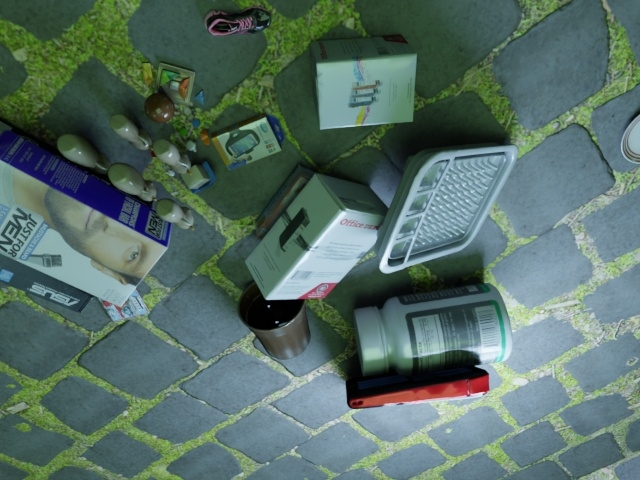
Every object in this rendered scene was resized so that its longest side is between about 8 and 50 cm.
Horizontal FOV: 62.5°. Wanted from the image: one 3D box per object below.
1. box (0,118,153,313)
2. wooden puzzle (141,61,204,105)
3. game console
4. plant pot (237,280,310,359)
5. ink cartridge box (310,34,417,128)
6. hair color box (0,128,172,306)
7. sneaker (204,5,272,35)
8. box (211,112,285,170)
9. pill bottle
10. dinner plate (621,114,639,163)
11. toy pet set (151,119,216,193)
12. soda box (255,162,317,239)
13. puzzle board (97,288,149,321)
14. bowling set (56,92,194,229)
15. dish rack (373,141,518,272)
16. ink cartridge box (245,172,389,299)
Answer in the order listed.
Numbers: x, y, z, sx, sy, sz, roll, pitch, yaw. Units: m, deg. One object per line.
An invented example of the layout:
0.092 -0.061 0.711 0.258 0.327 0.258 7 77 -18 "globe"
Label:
-0.602 -0.048 1.086 0.395 0.097 0.318 31 118 -27 "box"
-0.277 -0.293 0.996 0.117 0.014 0.078 6 126 -12 "wooden puzzle"
0.236 0.370 1.383 0.343 0.060 0.386 -6 171 1 "game console"
-0.102 0.198 1.303 0.167 0.166 0.165 -13 136 3 "plant pot"
0.073 -0.292 0.968 0.177 0.128 0.127 -4 127 -2 "ink cartridge box"
-0.478 -0.031 0.994 0.339 0.110 0.185 31 114 -28 "hair color box"
-0.143 -0.378 0.922 0.120 0.057 0.047 -9 125 -2 "sneaker"
-0.142 -0.202 1.072 0.136 0.028 0.081 -19 126 9 "box"
0.273 0.231 1.335 0.362 0.204 0.204 -8 127 -1 "pill bottle"
0.728 -0.235 1.160 0.141 0.017 0.141 -3 128 -4 "dinner plate"
-0.259 -0.164 1.080 0.122 0.065 0.114 -31 89 12 "toy pet set"
-0.072 -0.076 1.151 0.058 0.062 0.183 27 120 -25 "soda box"
-0.493 0.146 1.298 0.097 0.011 0.128 -14 127 4 "puzzle board"
-0.315 -0.162 1.002 0.287 0.154 0.199 36 85 6 "bowling set"
0.253 -0.083 1.108 0.333 0.072 0.285 -12 133 -38 "dish rack"
0.000 0.000 1.138 0.197 0.114 0.273 6 133 -50 "ink cartridge box"
